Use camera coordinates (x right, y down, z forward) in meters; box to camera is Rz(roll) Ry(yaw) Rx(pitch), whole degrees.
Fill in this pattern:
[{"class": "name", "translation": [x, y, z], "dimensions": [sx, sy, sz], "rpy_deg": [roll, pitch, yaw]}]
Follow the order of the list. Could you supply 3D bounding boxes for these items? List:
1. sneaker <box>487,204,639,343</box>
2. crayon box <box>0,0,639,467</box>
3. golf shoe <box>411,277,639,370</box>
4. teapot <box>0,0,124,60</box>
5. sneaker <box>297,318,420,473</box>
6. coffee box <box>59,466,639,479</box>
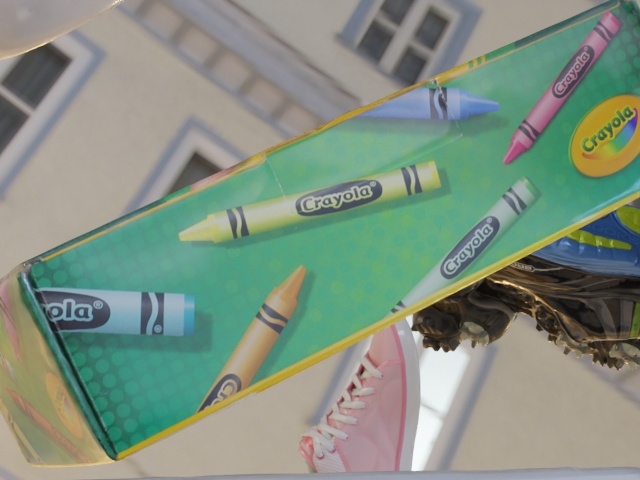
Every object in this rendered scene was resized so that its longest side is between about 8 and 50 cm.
[{"class": "sneaker", "translation": [0.174, 0.025, 0.897], "dimensions": [0.188, 0.067, 0.078], "rpy_deg": [21, -36, -14]}, {"class": "crayon box", "translation": [0.000, 0.000, 0.684], "dimensions": [0.081, 0.278, 0.165], "rpy_deg": [65, -22, -1]}, {"class": "golf shoe", "translation": [0.169, 0.014, 1.125], "dimensions": [0.273, 0.120, 0.105], "rpy_deg": [5, -42, 43]}, {"class": "teapot", "translation": [-0.246, -0.285, 1.398], "dimensions": [0.256, 0.252, 0.187], "rpy_deg": [-22, -69, 16]}, {"class": "sneaker", "translation": [0.023, 0.113, 1.032], "dimensions": [0.070, 0.051, 0.134], "rpy_deg": [1, -76, -14]}, {"class": "coffee box", "translation": [-0.049, 0.286, 0.394], "dimensions": [0.334, 0.337, 0.338], "rpy_deg": [8, -43, -47]}]
